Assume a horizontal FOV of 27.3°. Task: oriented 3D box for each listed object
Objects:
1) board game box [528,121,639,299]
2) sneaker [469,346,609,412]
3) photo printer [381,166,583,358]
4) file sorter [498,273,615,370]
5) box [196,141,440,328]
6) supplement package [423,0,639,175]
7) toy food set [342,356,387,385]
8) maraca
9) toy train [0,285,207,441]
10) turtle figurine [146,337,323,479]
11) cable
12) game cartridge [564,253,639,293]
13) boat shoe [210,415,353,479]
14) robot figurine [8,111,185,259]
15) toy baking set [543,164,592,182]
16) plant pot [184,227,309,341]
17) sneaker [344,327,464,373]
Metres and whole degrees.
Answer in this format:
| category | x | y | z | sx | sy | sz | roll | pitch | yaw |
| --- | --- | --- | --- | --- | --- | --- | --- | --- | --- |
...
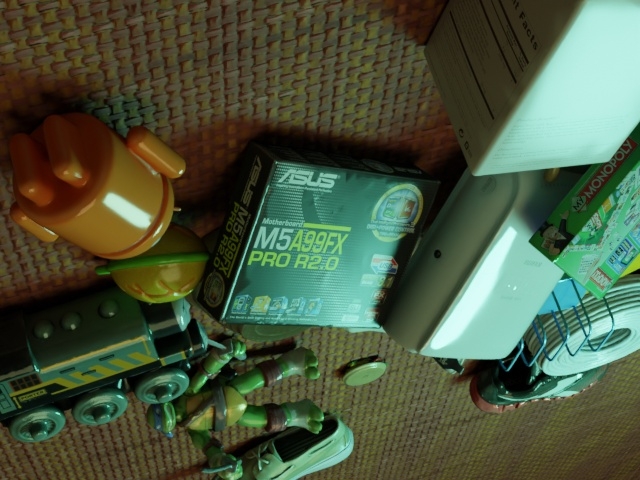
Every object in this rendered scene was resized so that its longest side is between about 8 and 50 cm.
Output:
| category | x | y | z | sx | sy | sz | roll | pitch | yaw |
| --- | --- | --- | --- | --- | --- | --- | --- | --- | --- |
| board game box | 0.393 | -0.037 | 1.739 | 0.213 | 0.046 | 0.317 | -50 | 156 | 6 |
| sneaker | 0.419 | 0.245 | 2.458 | 0.276 | 0.097 | 0.135 | -13 | 156 | -10 |
| photo printer | 0.241 | 0.013 | 1.768 | 0.256 | 0.107 | 0.307 | 9 | 117 | -52 |
| file sorter | 0.359 | 0.128 | 2.073 | 0.170 | 0.104 | 0.118 | -10 | 152 | -15 |
| box | 0.000 | 0.000 | 1.622 | 0.270 | 0.060 | 0.216 | 6 | 113 | -40 |
| supplement package | 0.252 | -0.222 | 1.335 | 0.178 | 0.175 | 0.293 | -6 | 152 | -21 |
| toy food set | 0.076 | 0.227 | 2.281 | 0.083 | 0.020 | 0.082 | -7 | 151 | -23 |
| maraca | -0.206 | 0.028 | 1.622 | 0.127 | 0.099 | 0.186 | -1 | 175 | -29 |
| toy train | -0.319 | 0.155 | 1.755 | 0.334 | 0.142 | 0.190 | -17 | 145 | -4 |
| turtle figurine | -0.114 | 0.255 | 2.011 | 0.266 | 0.197 | 0.274 | -9 | 157 | -27 |
| cable | 0.491 | 0.149 | 2.328 | 0.257 | 0.089 | 0.257 | -37 | 149 | 32 |
| game cartridge | 0.408 | -0.003 | 2.028 | 0.285 | 0.052 | 0.324 | -28 | 151 | 18 |
| boat shoe | -0.085 | 0.408 | 2.462 | 0.302 | 0.109 | 0.094 | -27 | 139 | -3 |
| robot figurine | -0.236 | -0.055 | 1.393 | 0.158 | 0.128 | 0.219 | -59 | 151 | -4 |
| toy baking set | 0.357 | -0.144 | 1.631 | 0.197 | 0.030 | 0.256 | -18 | 140 | -33 |
| plant pot | -0.064 | 0.063 | 1.763 | 0.237 | 0.109 | 0.237 | -15 | 155 | -7 |
| sneaker | 0.158 | 0.141 | 2.014 | 0.235 | 0.153 | 0.094 | -9 | 151 | -20 |
